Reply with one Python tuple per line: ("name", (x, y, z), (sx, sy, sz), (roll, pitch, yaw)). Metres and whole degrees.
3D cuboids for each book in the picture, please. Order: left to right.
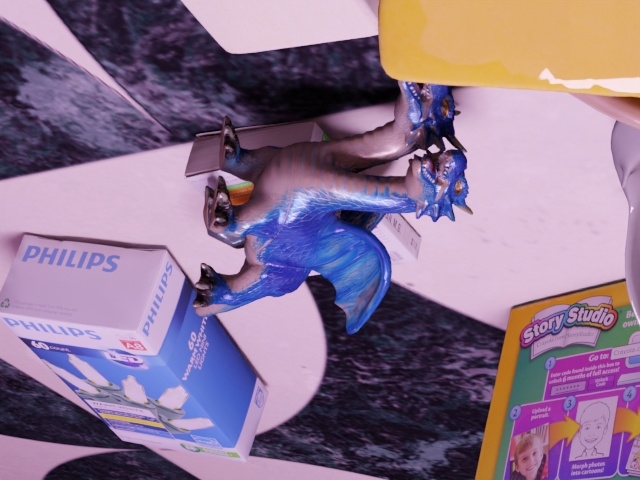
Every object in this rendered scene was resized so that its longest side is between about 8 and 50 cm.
("book", (-0.009, -0.023, 0.909), (0.096, 0.035, 0.144), (-7, 146, 31))

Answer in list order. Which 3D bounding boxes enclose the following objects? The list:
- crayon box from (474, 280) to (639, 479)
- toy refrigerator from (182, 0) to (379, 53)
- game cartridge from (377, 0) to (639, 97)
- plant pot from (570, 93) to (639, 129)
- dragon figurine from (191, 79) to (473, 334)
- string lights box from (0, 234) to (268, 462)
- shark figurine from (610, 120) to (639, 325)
("crayon box", (0.229, 0.108, 0.881), (0.081, 0.165, 0.278), (32, 150, -29))
("toy refrigerator", (-0.063, -0.195, 0.528), (0.094, 0.102, 0.269), (-3, 149, 33))
("game cartridge", (0.143, -0.184, 0.326), (0.285, 0.053, 0.324), (6, 123, 19))
("plant pot", (0.152, -0.154, 0.433), (0.237, 0.110, 0.237), (10, 122, 16))
("dragon figurine", (0.000, 0.000, 0.836), (0.144, 0.085, 0.289), (9, 144, -8))
("string lights box", (-0.152, 0.096, 1.166), (0.133, 0.077, 0.260), (6, 152, 22))
("shark figurine", (0.190, -0.046, 0.668), (0.166, 0.116, 0.278), (24, 151, -13))
